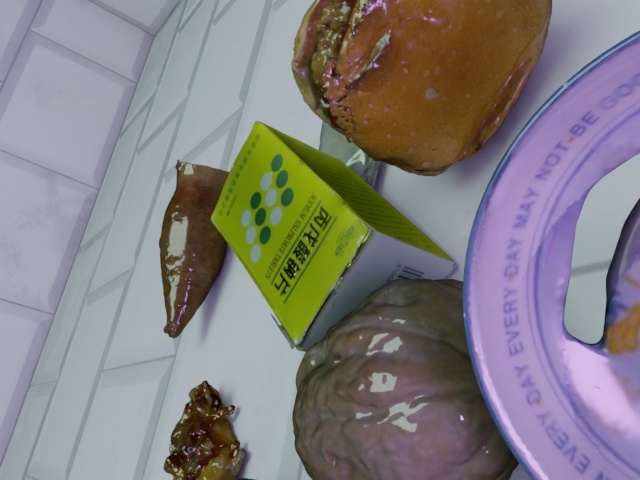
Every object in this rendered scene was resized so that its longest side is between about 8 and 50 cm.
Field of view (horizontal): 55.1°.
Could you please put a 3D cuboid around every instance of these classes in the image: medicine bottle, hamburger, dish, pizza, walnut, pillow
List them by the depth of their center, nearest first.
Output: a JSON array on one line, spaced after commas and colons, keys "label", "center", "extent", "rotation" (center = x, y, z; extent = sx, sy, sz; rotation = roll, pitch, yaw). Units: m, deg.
[{"label": "dish", "center": [0.221, 0.028, 0.299], "extent": [0.273, 0.134, 0.273], "rotation": [5, 100, 31]}, {"label": "walnut", "center": [0.063, 0.122, 0.478], "extent": [0.230, 0.178, 0.178], "rotation": [-38, 39, 48]}, {"label": "hamburger", "center": [0.091, -0.187, 0.591], "extent": [0.244, 0.244, 0.163], "rotation": [-57, 40, 17]}, {"label": "medicine bottle", "center": [0.000, 0.000, 0.653], "extent": [0.137, 0.141, 0.250], "rotation": [-57, 43, 14]}, {"label": "pillow", "center": [0.028, -0.083, 0.805], "extent": [0.128, 0.051, 0.229], "rotation": [-7, 64, 47]}, {"label": "pizza", "center": [-0.169, 0.275, 0.854], "extent": [0.154, 0.069, 0.194], "rotation": [-50, 33, 29]}]

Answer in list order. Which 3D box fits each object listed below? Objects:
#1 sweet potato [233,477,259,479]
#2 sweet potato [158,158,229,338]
[{"label": "sweet potato", "center": [-0.095, 0.313, 0.704], "extent": [0.269, 0.074, 0.075], "rotation": [137, 146, -55]}, {"label": "sweet potato", "center": [-0.229, 0.009, 1.104], "extent": [0.131, 0.131, 0.337], "rotation": [-34, 43, 45]}]
